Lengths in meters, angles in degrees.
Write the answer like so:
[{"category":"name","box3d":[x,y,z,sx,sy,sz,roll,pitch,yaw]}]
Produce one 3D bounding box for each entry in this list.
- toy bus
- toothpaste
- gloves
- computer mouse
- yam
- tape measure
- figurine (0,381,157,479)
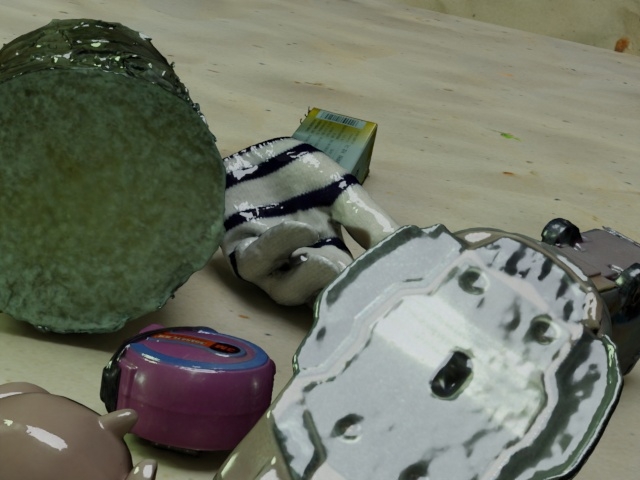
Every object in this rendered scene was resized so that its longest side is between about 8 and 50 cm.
[{"category":"toy bus","box3d":[0.170,0.071,1.251,0.317,0.138,0.112,-8,32,-45]},{"category":"toothpaste","box3d":[-0.001,-0.072,1.642,0.089,0.071,0.313,16,19,5]},{"category":"gloves","box3d":[-0.010,0.009,1.366,0.140,0.131,0.219,-5,56,-43]},{"category":"computer mouse","box3d":[0.054,0.136,0.989,0.199,0.115,0.389,35,56,18]},{"category":"yam","box3d":[-0.205,-0.072,1.293,0.241,0.241,0.348,8,15,-10]},{"category":"tape measure","box3d":[-0.091,0.105,1.095,0.118,0.074,0.125,11,14,17]},{"category":"figurine","box3d":[-0.162,0.142,0.872,0.138,0.125,0.125,19,20,9]}]
